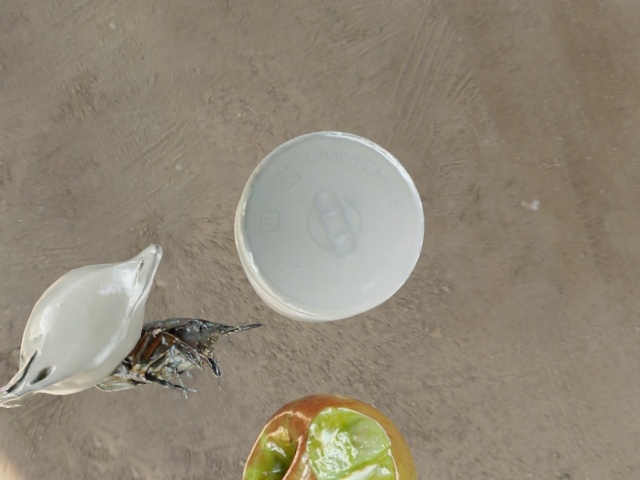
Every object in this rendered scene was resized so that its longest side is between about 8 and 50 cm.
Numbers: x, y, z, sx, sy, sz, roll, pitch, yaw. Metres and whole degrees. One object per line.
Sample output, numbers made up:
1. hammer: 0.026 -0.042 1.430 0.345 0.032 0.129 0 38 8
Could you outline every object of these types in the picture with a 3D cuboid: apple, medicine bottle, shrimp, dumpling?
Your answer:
1. apple: 0.024 0.464 1.452 0.340 0.339 0.339 0 92 -12
2. medicine bottle: 0.000 0.000 0.885 0.190 0.332 0.189 0 83 -3
3. shrimp: -0.276 0.225 1.468 0.372 0.172 0.137 -5 64 17
4. dumpling: -0.405 0.155 1.333 0.181 0.260 0.341 19 68 -5
